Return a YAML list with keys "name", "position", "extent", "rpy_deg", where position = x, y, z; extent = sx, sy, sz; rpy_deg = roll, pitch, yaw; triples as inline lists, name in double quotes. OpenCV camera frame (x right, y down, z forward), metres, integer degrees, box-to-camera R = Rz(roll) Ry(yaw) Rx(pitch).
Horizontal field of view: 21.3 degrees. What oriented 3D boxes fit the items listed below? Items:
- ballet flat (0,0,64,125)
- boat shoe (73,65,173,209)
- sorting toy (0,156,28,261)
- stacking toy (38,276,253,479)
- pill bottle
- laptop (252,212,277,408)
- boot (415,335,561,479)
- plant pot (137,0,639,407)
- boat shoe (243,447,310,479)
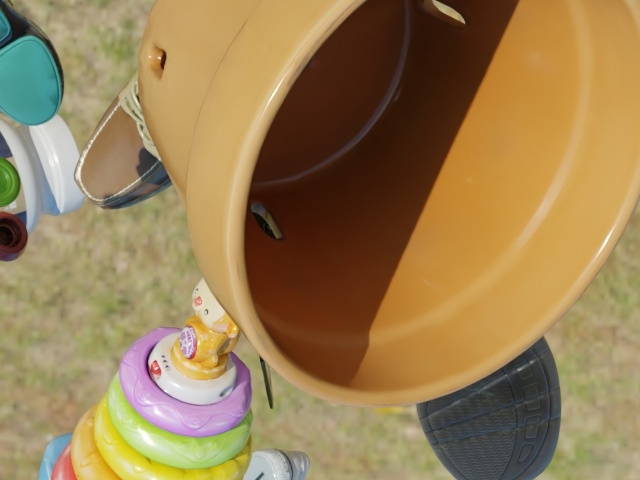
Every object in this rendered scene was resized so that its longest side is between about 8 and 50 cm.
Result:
- name: "ballet flat"
  position: [-0.261, -0.169, 1.342]
  extent: [0.073, 0.067, 0.206]
  rpy_deg: [-29, 148, -5]
- name: "boat shoe"
  position: [-0.158, -0.161, 1.834]
  extent: [0.324, 0.122, 0.120]
  rpy_deg: [-44, 167, 20]
- name: "sorting toy"
  position: [-0.310, -0.026, 1.587]
  extent: [0.061, 0.102, 0.042]
  rpy_deg: [-5, 167, -38]
- name: "stacking toy"
  position: [-0.108, 0.133, 1.325]
  extent: [0.166, 0.175, 0.302]
  rpy_deg: [1, 133, -25]
- name: "pill bottle"
  position: [-0.422, -0.060, 2.004]
  extent: [0.265, 0.153, 0.153]
  rpy_deg: [-19, 157, -26]
- name: "laptop"
  position: [0.000, 0.000, 1.547]
  extent: [0.264, 0.234, 0.136]
  rpy_deg: [-24, 153, 32]
- name: "boot"
  position: [0.119, 0.030, 1.653]
  extent: [0.138, 0.284, 0.377]
  rpy_deg: [-22, 117, 6]
- name: "plant pot"
  position: [0.025, -0.078, 0.996]
  extent: [0.291, 0.203, 0.291]
  rpy_deg: [-18, 127, -26]
- name: "boat shoe"
  position: [-0.092, 0.310, 1.907]
  extent: [0.076, 0.083, 0.226]
  rpy_deg: [0, 147, -49]
